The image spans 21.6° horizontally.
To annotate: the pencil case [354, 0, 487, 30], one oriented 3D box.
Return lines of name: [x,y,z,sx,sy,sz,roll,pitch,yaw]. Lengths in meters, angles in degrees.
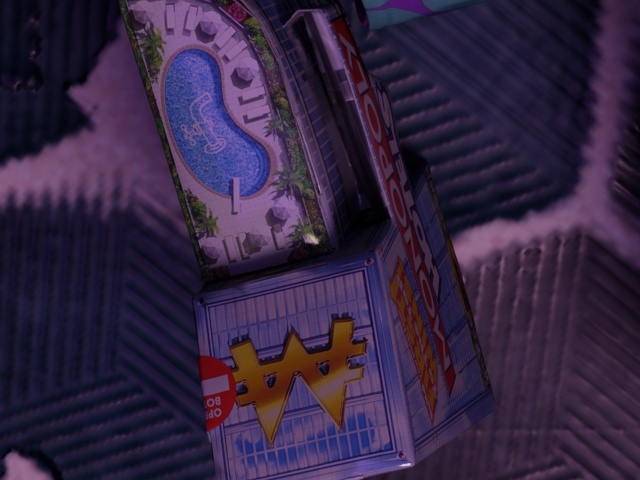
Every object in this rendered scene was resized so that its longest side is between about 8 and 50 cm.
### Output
pencil case: [0.075,-0.122,0.570,0.152,0.064,0.070,-12,93,10]

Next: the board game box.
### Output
board game box: [0.000,0.000,0.540,0.060,0.194,0.194,-15,100,11]
